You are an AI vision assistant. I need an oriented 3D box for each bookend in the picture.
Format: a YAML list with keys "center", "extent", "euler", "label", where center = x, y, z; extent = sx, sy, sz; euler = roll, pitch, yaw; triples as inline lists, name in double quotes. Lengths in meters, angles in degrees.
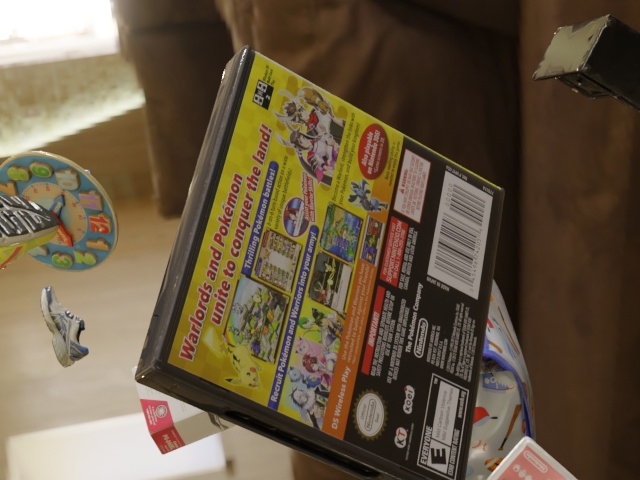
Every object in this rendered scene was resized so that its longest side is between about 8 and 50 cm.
- center: [0.350, -0.185, 1.503]
  extent: [0.072, 0.156, 0.157]
  euler: [-62, 12, -2]
  label: "bookend"

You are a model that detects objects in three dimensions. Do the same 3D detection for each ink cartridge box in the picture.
- center: [-0.154, 0.193, 1.673]
  extent: [0.063, 0.150, 0.109]
  euler: [72, 176, -50]
  label: "ink cartridge box"

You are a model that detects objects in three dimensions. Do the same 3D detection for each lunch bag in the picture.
- center: [0.249, 0.235, 2.281]
  extent: [0.328, 0.239, 0.385]
  euler: [-97, -1, -52]
  label: "lunch bag"

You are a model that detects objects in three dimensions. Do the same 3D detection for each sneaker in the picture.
- center: [-0.377, 0.019, 1.398]
  extent: [0.081, 0.208, 0.094]
  euler: [39, 136, 36]
  label: "sneaker"
- center: [-0.408, 0.134, 2.090]
  extent: [0.052, 0.058, 0.135]
  euler: [88, 161, -80]
  label: "sneaker"

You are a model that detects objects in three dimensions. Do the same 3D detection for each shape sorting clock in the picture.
- center: [-0.391, -0.038, 1.906]
  extent: [0.040, 0.206, 0.206]
  euler: [-66, -23, -53]
  label: "shape sorting clock"

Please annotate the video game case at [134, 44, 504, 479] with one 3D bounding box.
- center: [0.014, 0.025, 0.941]
  extent: [0.035, 0.248, 0.275]
  euler: [-35, 35, 50]
  label: "video game case"

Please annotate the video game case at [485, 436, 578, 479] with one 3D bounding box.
- center: [0.242, 0.418, 1.630]
  extent: [0.204, 0.285, 0.025]
  euler: [41, 177, 7]
  label: "video game case"
